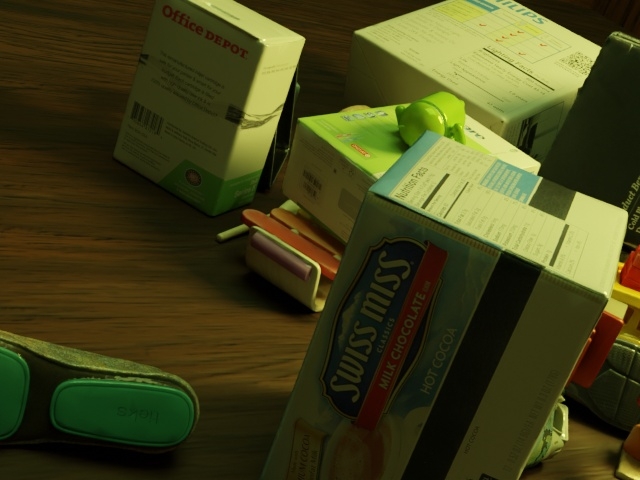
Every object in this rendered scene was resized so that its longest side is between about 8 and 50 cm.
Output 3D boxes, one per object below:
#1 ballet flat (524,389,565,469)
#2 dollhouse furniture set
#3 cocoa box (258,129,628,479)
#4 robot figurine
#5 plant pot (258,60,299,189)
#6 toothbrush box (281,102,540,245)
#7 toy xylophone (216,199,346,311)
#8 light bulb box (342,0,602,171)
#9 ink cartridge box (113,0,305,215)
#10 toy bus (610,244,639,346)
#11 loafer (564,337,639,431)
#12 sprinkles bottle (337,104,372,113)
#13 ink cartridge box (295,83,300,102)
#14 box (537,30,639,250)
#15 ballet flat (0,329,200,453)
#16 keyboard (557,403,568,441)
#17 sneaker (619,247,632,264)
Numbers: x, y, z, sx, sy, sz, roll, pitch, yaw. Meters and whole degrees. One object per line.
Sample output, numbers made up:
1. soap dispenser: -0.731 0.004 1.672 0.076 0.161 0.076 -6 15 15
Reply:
1. ballet flat: 0.260 0.219 1.320 0.070 0.070 0.188 23 34 5
2. dollhouse furniture set: 0.403 0.169 1.302 0.259 0.262 0.135 26 27 13
3. cocoa box: 0.118 0.108 1.099 0.228 0.347 0.231 24 25 9
4. robot figurine: 0.148 -0.158 1.481 0.101 0.067 0.115 22 31 26
5. plant pot: -0.135 -0.208 1.777 0.167 0.187 0.188 8 24 4
6. toothbrush box: 0.124 -0.087 1.541 0.283 0.122 0.206 -14 41 -38
7. toy xylophone: 0.000 0.000 1.552 0.236 0.081 0.323 28 25 17
8. light bulb box: 0.290 -0.255 2.023 0.361 0.225 0.358 -25 49 -36
9. ink cartridge box: -0.164 -0.205 1.615 0.198 0.272 0.115 31 26 21
10. toy bus: 0.393 0.082 1.535 0.220 0.211 0.149 22 26 7
11. loafer: 0.342 0.161 1.460 0.303 0.109 0.095 22 8 4
12. sprinkles bottle: 0.136 -0.091 1.794 0.121 0.121 0.355 1 31 -36
13. ink cartridge box: -0.165 -0.335 2.151 0.189 0.066 0.232 7 32 -28
14. box: 0.668 -0.063 1.768 0.472 0.297 0.480 33 10 33
15. ballet flat: -0.273 0.140 1.057 0.316 0.107 0.106 17 4 -20
16. keyboard: 0.188 0.184 1.398 0.256 0.014 0.072 20 24 0
17. sneaker: 0.392 0.022 1.784 0.293 0.102 0.146 12 25 -19
